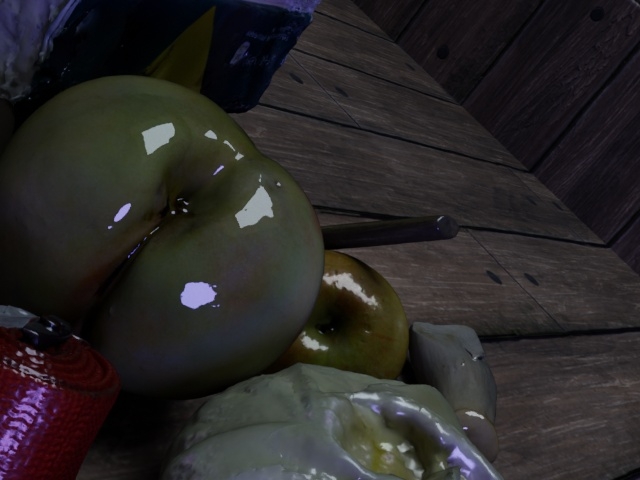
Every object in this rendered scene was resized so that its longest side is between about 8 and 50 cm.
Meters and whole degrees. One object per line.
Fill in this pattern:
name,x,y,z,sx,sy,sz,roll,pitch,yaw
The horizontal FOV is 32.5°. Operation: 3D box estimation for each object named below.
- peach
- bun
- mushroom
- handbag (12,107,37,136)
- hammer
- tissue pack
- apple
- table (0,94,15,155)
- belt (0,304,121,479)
peach,-0.140,0.004,0.932,0.292,0.247,0.292,22,-22,9
bun,0.043,0.238,0.831,0.365,0.219,0.365,34,24,-17
mushroom,0.166,0.184,1.333,0.108,0.096,0.247,57,14,-27
handbag,-0.372,-0.181,1.164,0.329,0.122,0.303,31,23,-20
hammer,0.000,0.000,1.179,0.111,0.043,0.365,22,-18,-39
tissue pack,-0.204,-0.292,1.141,0.264,0.253,0.416,45,23,16
apple,0.002,0.097,1.143,0.182,0.182,0.155,38,-11,-1
table,-0.403,-0.110,0.926,0.227,0.167,0.167,33,20,3
belt,-0.208,0.106,0.745,0.128,0.124,0.201,27,-1,-8
